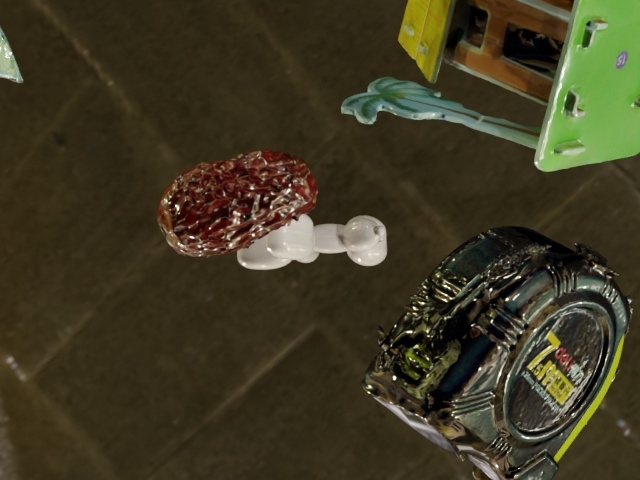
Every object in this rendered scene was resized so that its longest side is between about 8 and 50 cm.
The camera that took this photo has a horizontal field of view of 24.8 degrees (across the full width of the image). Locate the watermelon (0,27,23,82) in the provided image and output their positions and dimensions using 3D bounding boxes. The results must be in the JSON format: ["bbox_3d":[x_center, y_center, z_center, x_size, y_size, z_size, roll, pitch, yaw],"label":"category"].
[{"bbox_3d":[-0.242,-0.114,0.726,0.187,0.139,0.071,12,110,36],"label":"watermelon"}]

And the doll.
[{"bbox_3d":[0.000,0.000,1.651,0.161,0.160,0.059,158,112,-64],"label":"doll"}]

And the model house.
[{"bbox_3d":[0.182,-0.267,1.591,0.324,0.340,0.300,31,120,40],"label":"model house"}]

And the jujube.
[{"bbox_3d":[-0.087,-0.043,1.492,0.166,0.104,0.104,-25,100,-5],"label":"jujube"}]

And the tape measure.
[{"bbox_3d":[0.142,0.083,1.084,0.112,0.186,0.199,35,173,43],"label":"tape measure"}]
